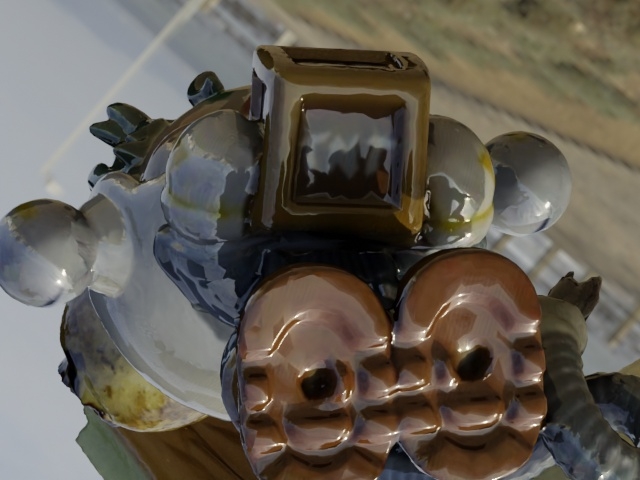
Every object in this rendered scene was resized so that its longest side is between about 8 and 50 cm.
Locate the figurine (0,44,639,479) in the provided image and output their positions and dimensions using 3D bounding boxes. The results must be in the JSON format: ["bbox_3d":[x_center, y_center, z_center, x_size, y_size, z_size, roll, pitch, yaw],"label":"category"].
[{"bbox_3d":[-0.013,0.005,0.780,0.261,0.186,0.382,7,-174,-11],"label":"figurine"}]

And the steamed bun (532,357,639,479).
[{"bbox_3d":[0.200,0.224,0.986,0.233,0.334,0.312,41,141,22],"label":"steamed bun"}]

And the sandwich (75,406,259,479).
[{"bbox_3d":[-0.078,0.183,1.491,0.212,0.063,0.245,51,-153,15],"label":"sandwich"}]

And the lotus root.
[{"bbox_3d":[-0.078,0.034,1.152,0.138,0.214,0.138,49,-179,-1],"label":"lotus root"}]
